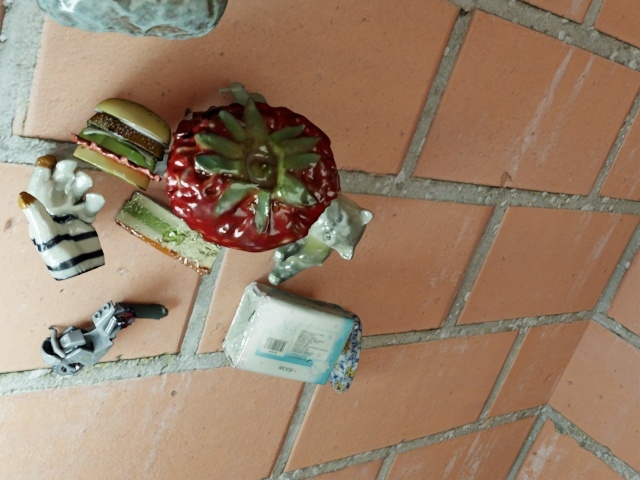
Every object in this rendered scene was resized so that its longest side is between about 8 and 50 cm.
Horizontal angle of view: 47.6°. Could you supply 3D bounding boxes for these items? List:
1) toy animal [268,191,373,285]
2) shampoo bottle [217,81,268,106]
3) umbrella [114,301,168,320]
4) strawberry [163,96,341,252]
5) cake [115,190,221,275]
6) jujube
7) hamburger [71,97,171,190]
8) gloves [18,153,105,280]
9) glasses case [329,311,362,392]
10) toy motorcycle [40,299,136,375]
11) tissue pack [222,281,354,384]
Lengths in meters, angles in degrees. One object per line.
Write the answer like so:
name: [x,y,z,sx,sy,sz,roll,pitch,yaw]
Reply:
toy animal: [0.000,0.000,1.646,0.307,0.188,0.266,-66,172,13]
shampoo bottle: [-0.123,-0.218,1.494,0.085,0.085,0.262,-40,137,-13]
umbrella: [-0.386,0.151,1.558,0.133,0.031,0.036,9,137,-46]
strawberry: [-0.147,-0.095,1.385,0.318,0.295,0.345,-21,167,-23]
cake: [-0.308,-0.021,1.503,0.220,0.117,0.086,32,93,-16]
jujube: [-0.291,-0.418,1.107,0.317,0.226,0.226,-5,121,-33]
hamburger: [-0.341,-0.175,1.278,0.175,0.175,0.136,33,82,-49]
gloves: [-0.464,-0.044,1.302,0.140,0.131,0.218,-20,99,-28]
glasses case: [0.070,0.317,2.041,0.065,0.087,0.247,-3,121,-26]
toy motorcycle: [-0.478,0.193,1.466,0.215,0.080,0.122,-41,147,10]
tissue pack: [-0.078,0.230,1.772,0.271,0.124,0.201,18,97,-32]
